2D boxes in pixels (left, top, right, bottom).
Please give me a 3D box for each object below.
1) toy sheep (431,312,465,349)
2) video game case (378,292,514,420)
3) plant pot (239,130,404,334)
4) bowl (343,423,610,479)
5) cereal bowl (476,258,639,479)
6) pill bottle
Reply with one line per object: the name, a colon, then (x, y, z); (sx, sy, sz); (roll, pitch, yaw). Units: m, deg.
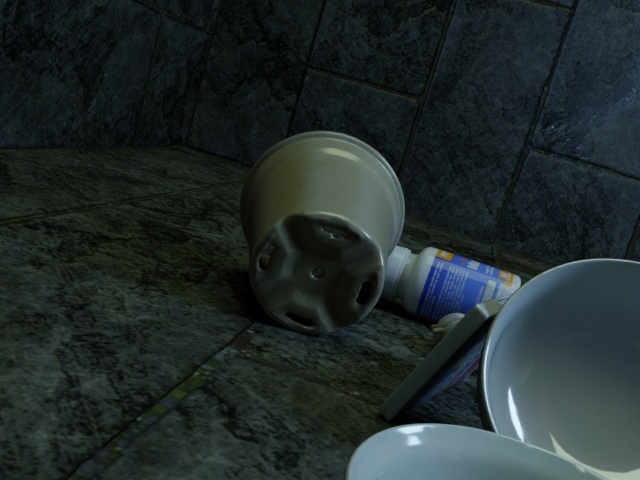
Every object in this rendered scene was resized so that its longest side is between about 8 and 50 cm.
toy sheep: (0.246, 0.173, 1.224); (0.091, 0.091, 0.132); (17, 6, 6)
video game case: (0.214, 0.156, 0.977); (0.025, 0.204, 0.285); (47, 24, 23)
plant pot: (0.000, 0.000, 1.222); (0.334, 0.333, 0.305); (15, 22, -5)
bowl: (0.144, 0.267, 0.493); (0.298, 0.134, 0.298); (15, 12, -3)
cereal bowl: (0.354, 0.198, 0.811); (0.339, 0.339, 0.141); (20, -28, 19)
pill bottle: (0.265, 0.102, 1.417); (0.272, 0.152, 0.152); (19, 12, 12)
